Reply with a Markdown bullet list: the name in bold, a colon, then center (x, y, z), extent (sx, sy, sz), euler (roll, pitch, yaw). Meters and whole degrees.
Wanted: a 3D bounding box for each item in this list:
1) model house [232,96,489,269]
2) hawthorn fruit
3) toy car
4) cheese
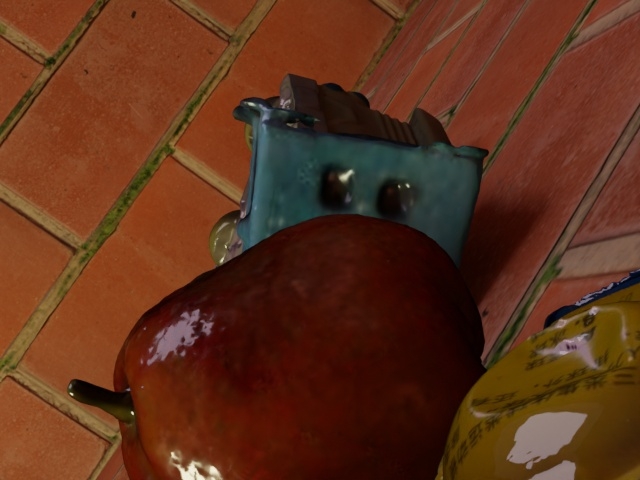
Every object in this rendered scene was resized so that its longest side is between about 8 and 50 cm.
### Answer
- **model house**: center (0.014, 0.034, 1.010), extent (0.237, 0.215, 0.303), euler (-147, 63, -83)
- **hawthorn fruit**: center (-0.022, 0.096, 0.681), extent (0.224, 0.260, 0.224), euler (177, 90, -81)
- **toy car**: center (0.000, 0.000, 1.285), extent (0.242, 0.226, 0.336), euler (-102, 28, -61)
- **cheese**: center (0.136, 0.070, 0.550), extent (0.177, 0.069, 0.270), euler (-31, 8, 26)
